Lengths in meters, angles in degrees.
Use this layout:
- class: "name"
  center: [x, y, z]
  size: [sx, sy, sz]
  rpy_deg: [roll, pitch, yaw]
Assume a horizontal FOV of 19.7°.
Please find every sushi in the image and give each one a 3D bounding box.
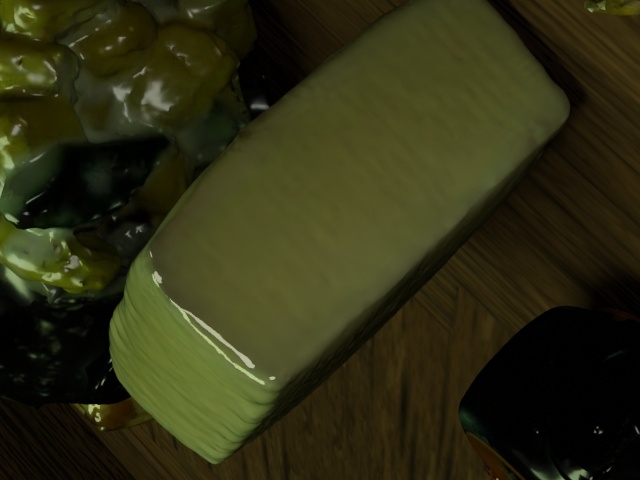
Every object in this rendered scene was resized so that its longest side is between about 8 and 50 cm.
- class: "sushi"
  center: [-0.182, -0.074, 1.251]
  size: [0.328, 0.328, 0.285]
  rpy_deg: [51, 152, 9]

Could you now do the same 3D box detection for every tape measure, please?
- class: "tape measure"
  center: [0.177, 0.138, 1.058]
  size: [0.202, 0.135, 0.223]
  rpy_deg: [50, 170, -24]

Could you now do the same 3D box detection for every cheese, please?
- class: "cheese"
  center: [0.000, 0.000, 1.049]
  size: [0.124, 0.242, 0.265]
  rpy_deg: [50, 163, 5]

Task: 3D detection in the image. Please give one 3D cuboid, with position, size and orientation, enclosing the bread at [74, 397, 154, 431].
- class: "bread"
  center: [-0.148, 0.066, 1.626]
  size: [0.235, 0.210, 0.099]
  rpy_deg: [39, 136, 54]

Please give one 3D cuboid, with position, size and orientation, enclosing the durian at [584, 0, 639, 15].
- class: "durian"
  center: [0.148, -0.169, 0.616]
  size: [0.305, 0.186, 0.195]
  rpy_deg: [163, 93, -80]
